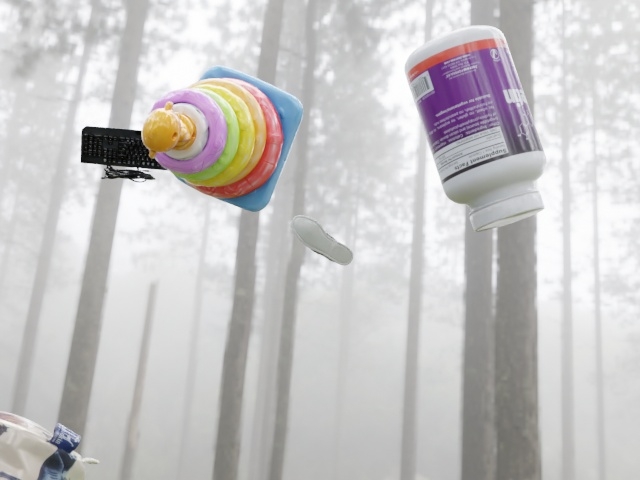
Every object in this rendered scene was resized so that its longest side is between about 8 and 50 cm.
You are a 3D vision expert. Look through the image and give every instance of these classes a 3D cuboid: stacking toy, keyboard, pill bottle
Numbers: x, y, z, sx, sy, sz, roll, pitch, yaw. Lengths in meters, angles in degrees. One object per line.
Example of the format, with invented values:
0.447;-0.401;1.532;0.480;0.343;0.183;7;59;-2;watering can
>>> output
-0.154;-0.132;1.280;0.165;0.175;0.302;24;10;12;stacking toy
-0.310;-0.137;1.731;0.192;0.038;0.100;4;-55;-7;keyboard
0.270;-0.186;1.730;0.181;0.323;0.181;-17;-7;-2;pill bottle

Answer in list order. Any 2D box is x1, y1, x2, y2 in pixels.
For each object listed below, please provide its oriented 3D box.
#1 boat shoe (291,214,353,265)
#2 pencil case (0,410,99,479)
0.000;0.000;1.746;0.125;0.046;0.038;32;-7;-13;boat shoe
-0.412;0.408;1.196;0.183;0.410;0.160;23;-25;-11;pencil case
